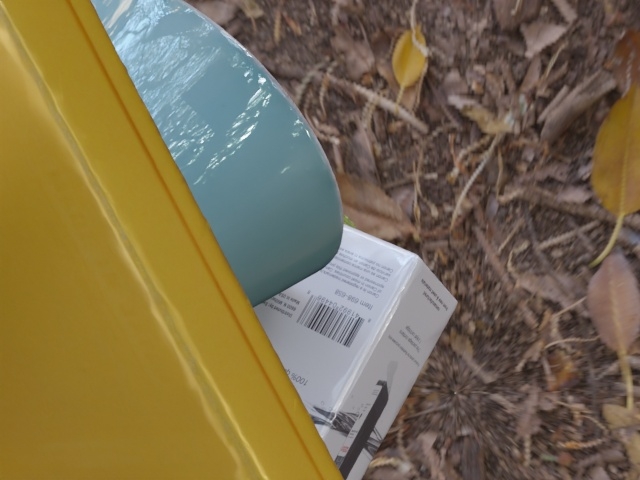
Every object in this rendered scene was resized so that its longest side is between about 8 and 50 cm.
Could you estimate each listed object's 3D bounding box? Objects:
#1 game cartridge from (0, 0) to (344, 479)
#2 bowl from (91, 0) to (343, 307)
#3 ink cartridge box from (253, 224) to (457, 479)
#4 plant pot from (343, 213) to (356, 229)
[{"bbox_3d":[-0.160,0.026,0.558,0.323,0.052,0.285,-12,110,43],"label":"game cartridge"},{"bbox_3d":[-0.152,-0.035,0.967,0.311,0.311,0.163,37,63,9],"label":"bowl"},{"bbox_3d":[-0.033,0.118,1.110,0.197,0.114,0.273,23,77,33],"label":"ink cartridge box"},{"bbox_3d":[0.000,0.000,1.461,0.083,0.083,0.079,42,101,9],"label":"plant pot"}]
